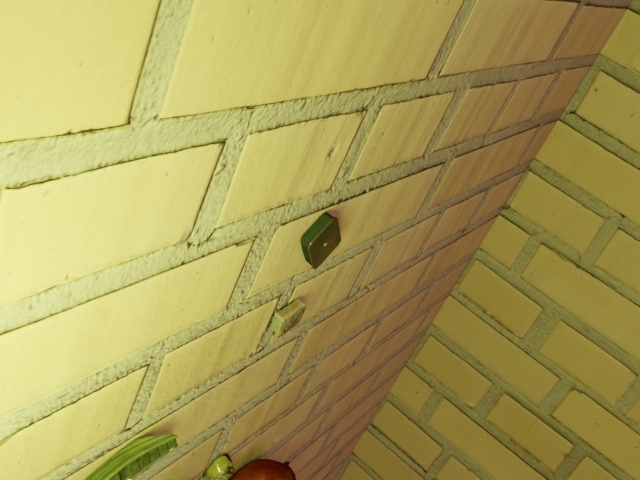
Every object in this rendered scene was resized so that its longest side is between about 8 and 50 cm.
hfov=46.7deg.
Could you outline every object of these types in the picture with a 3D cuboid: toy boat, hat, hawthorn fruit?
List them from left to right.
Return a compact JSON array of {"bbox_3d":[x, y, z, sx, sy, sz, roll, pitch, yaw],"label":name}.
[{"bbox_3d":[-0.393,0.454,1.382,0.293,0.055,0.093,-39,155,-32],"label":"toy boat"},{"bbox_3d":[-0.260,0.605,1.933,0.077,0.059,0.076,-51,156,9],"label":"hat"},{"bbox_3d":[-0.161,0.742,2.171,0.261,0.224,0.224,-45,163,-58],"label":"hawthorn fruit"}]

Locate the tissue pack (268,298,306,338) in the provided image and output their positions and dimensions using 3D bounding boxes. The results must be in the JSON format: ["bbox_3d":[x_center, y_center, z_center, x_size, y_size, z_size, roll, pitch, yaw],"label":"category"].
[{"bbox_3d":[-0.074,0.172,1.639,0.083,0.035,0.063,-31,151,-49],"label":"tissue pack"}]

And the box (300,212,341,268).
[{"bbox_3d":[0.000,0.000,1.514,0.091,0.031,0.126,-47,159,-14],"label":"box"}]
